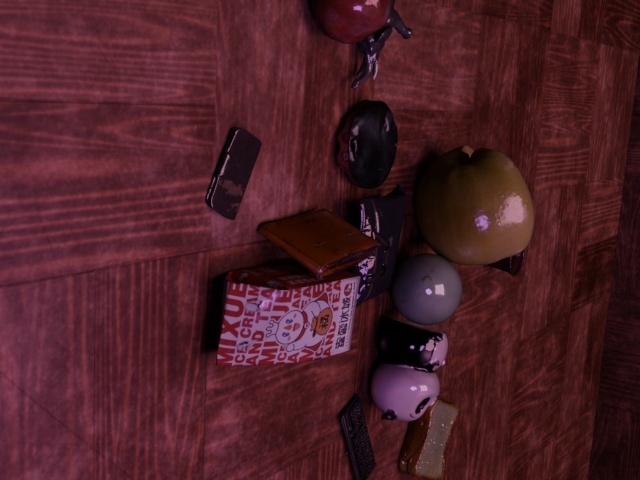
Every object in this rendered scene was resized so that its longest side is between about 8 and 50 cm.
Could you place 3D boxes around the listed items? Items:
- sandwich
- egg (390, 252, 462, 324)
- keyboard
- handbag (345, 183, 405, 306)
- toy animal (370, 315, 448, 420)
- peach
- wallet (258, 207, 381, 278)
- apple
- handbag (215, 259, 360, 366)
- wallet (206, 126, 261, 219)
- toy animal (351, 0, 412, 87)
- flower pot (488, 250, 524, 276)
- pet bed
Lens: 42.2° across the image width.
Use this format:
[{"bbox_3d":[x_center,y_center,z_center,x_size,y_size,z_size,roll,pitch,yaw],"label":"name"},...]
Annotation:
[{"bbox_3d":[0.292,0.526,2.215,0.186,0.065,0.215,32,72,-53],"label":"sandwich"},{"bbox_3d":[0.247,0.113,1.940,0.231,0.168,0.168,40,64,-76],"label":"egg"},{"bbox_3d":[0.090,0.472,1.949,0.094,0.025,0.230,-46,133,-42],"label":"keyboard"},{"bbox_3d":[0.117,0.017,1.811,0.211,0.088,0.254,-26,125,-59],"label":"handbag"},{"bbox_3d":[0.206,0.306,1.946,0.187,0.165,0.235,20,79,-72],"label":"toy animal"},{"bbox_3d":[0.052,-0.454,1.558,0.152,0.152,0.152,-19,114,-52],"label":"peach"},{"bbox_3d":[0.000,0.003,1.581,0.195,0.161,0.042,-21,136,-50],"label":"wallet"},{"bbox_3d":[0.345,-0.077,1.971,0.233,0.295,0.258,-24,113,-7],"label":"apple"},{"bbox_3d":[-0.071,0.140,1.525,0.298,0.151,0.171,-9,112,-50],"label":"handbag"},{"bbox_3d":[-0.151,-0.118,1.455,0.082,0.018,0.157,35,71,-53],"label":"wallet"},{"bbox_3d":[0.124,-0.442,1.712,0.137,0.082,0.270,-2,104,-52],"label":"toy animal"},{"bbox_3d":[0.531,0.044,2.408,0.111,0.089,0.111,-19,114,-53],"label":"flower pot"},{"bbox_3d":[0.104,-0.204,1.767,0.201,0.053,0.201,-19,114,-50],"label":"pet bed"}]
